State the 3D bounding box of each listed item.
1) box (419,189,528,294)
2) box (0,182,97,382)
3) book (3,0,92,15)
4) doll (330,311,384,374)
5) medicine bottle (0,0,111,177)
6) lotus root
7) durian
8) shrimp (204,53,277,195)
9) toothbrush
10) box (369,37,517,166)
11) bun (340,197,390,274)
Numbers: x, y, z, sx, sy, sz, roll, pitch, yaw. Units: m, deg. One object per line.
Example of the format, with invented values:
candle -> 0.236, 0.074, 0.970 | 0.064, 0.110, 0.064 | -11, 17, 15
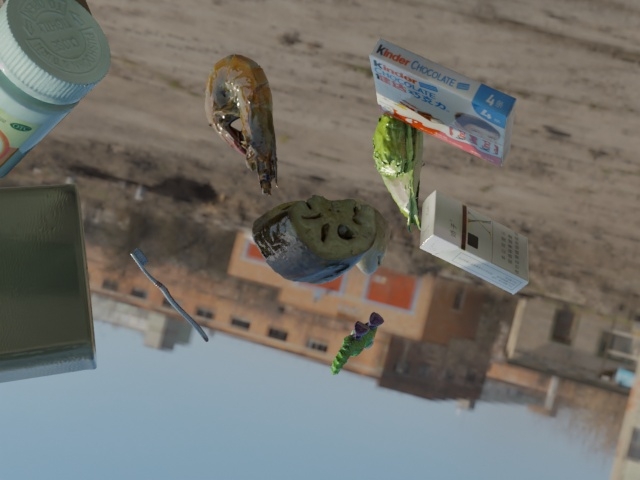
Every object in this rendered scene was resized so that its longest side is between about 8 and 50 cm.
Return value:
box -> 0.205, 0.003, 1.396 | 0.154, 0.084, 0.040 | 26, 138, -18
box -> -0.590, 0.081, 1.877 | 0.343, 0.352, 0.177 | -6, 164, -12
book -> -0.566, -0.557, 2.023 | 0.021, 0.310, 0.217 | -24, 176, 31
doll -> 0.066, 0.204, 2.049 | 0.050, 0.115, 0.190 | 33, -158, 11
medicine bottle -> -0.441, -0.197, 1.453 | 0.158, 0.158, 0.318 | 16, 142, -40
lotus root -> 0.000, 0.000, 1.957 | 0.234, 0.138, 0.119 | -1, 160, -37
durian -> 0.161, -0.193, 2.144 | 0.106, 0.375, 0.132 | -6, 159, 13
shrimp -> -0.157, -0.224, 2.082 | 0.152, 0.287, 0.063 | -8, -176, 23
toothbrush -> -0.232, 0.088, 1.638 | 0.193, 0.019, 0.013 | 54, 172, -21
box -> 0.227, -0.250, 1.943 | 0.273, 0.048, 0.265 | 27, 169, 15
bun -> 0.090, -0.018, 2.225 | 0.167, 0.113, 0.173 | 52, -175, -4
